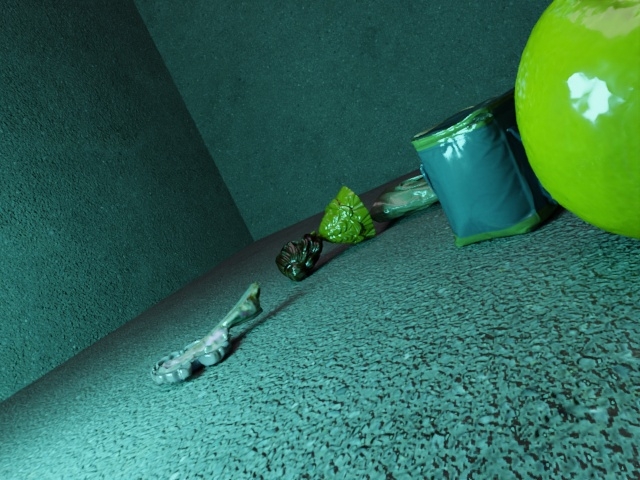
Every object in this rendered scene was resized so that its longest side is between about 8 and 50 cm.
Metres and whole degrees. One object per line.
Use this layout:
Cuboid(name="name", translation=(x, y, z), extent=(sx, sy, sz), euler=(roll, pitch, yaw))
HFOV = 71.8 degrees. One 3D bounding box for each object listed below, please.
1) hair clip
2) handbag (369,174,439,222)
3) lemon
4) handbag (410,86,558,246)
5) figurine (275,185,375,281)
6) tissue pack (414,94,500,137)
Cuboid(name="hair clip", translation=(-0.230, 0.209, 0.968), extent=(0.300, 0.069, 0.173), euler=(-42, 13, -29))
Cuboid(name="handbag", translation=(0.313, -0.153, 1.524), extent=(0.253, 0.109, 0.316), euler=(-17, 10, 25))
Cuboid(name="lemon", translation=(0.387, -0.160, 0.478), extent=(0.347, 0.348, 0.348), euler=(-25, 7, 4))
Cuboid(name="handbag", translation=(0.334, -0.146, 0.868), extent=(0.263, 0.241, 0.222), euler=(-32, 10, -34))
Cuboid(name="figurine", translation=(-0.002, -0.002, 1.368), extent=(0.315, 0.168, 0.187), euler=(-36, -33, -14))
Cuboid(name="tissue pack", translation=(0.477, -0.265, 1.303), extent=(0.305, 0.239, 0.238), euler=(-27, 7, -7))
